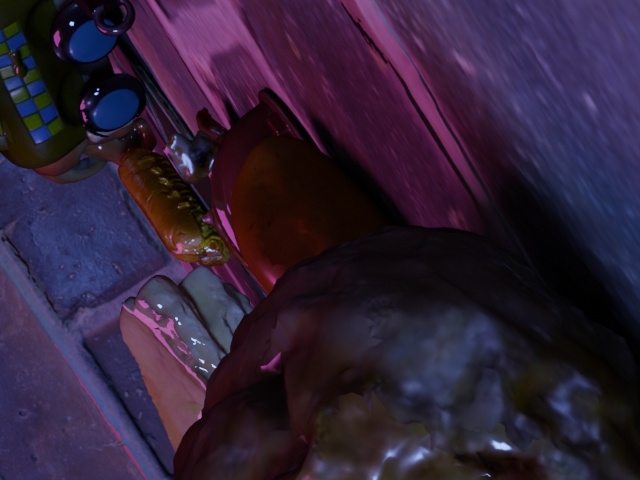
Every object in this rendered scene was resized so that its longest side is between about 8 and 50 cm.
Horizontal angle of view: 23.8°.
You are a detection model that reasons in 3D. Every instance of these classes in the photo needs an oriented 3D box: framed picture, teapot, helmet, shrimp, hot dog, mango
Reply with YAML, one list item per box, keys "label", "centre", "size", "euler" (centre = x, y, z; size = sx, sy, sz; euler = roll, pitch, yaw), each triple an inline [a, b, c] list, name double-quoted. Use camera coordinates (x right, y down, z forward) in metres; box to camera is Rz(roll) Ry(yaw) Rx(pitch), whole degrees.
- label: "framed picture"
  centre: [-0.105, -0.061, 1.301]
  size: [0.142, 0.011, 0.183]
  euler: [54, 172, 25]
- label: "teapot"
  centre: [-0.164, -0.179, 1.043]
  size: [0.100, 0.045, 0.068]
  euler: [56, 174, 16]
- label: "helmet"
  centre: [-0.023, -0.016, 0.767]
  size: [0.111, 0.057, 0.089]
  euler: [56, 170, 6]
- label: "shrimp"
  centre: [-0.048, -0.021, 0.934]
  size: [0.132, 0.052, 0.187]
  euler: [52, 174, 32]
- label: "hot dog"
  centre: [-0.135, -0.031, 1.421]
  size: [0.071, 0.045, 0.165]
  euler: [22, -159, -45]
- label: "mango"
  centre: [0.000, 0.000, 0.677]
  size: [0.114, 0.060, 0.080]
  euler: [51, -173, 27]

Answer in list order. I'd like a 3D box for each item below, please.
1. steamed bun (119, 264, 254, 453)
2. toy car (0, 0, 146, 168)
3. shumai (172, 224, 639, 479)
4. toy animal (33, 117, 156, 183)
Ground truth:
- label: "steamed bun"
  centre: [-0.053, 0.209, 1.602]
  size: [0.428, 0.189, 0.247]
  euler: [56, 144, -4]
- label: "toy car"
  centre: [-0.276, -0.160, 1.227]
  size: [0.204, 0.198, 0.248]
  euler: [52, 166, 33]
- label: "shumai"
  centre: [0.082, 0.149, 0.477]
  size: [0.283, 0.217, 0.346]
  euler: [23, 145, 15]
- label: "toy animal"
  centre: [-0.277, -0.158, 1.448]
  size: [0.312, 0.158, 0.097]
  euler: [60, 173, -14]
